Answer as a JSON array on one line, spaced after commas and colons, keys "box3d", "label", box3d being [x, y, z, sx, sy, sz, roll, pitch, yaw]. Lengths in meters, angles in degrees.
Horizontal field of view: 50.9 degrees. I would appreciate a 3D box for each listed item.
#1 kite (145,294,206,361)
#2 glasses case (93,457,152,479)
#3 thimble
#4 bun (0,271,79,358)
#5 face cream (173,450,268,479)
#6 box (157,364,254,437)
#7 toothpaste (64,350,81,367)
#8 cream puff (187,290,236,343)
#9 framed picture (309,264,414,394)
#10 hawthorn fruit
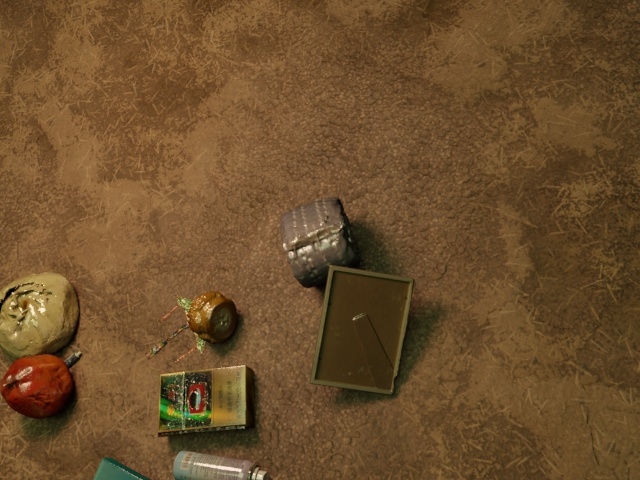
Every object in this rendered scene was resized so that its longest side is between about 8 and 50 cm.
[{"box3d": [-0.378, 0.238, 1.831, 0.244, 0.006, 0.198, -33, 65, -1], "label": "kite"}, {"box3d": [-0.427, 0.650, 1.650, 0.301, 0.070, 0.117, 20, 81, 18], "label": "glasses case"}, {"box3d": [0.000, 0.000, 1.708, 0.172, 0.236, 0.205, -22, 90, 8], "label": "thimble"}, {"box3d": [-0.813, 0.204, 1.875, 0.259, 0.152, 0.259, -4, 69, 10], "label": "bun"}, {"box3d": [-0.239, 0.563, 1.630, 0.229, 0.075, 0.075, 4, 70, 16], "label": "face cream"}, {"box3d": [-0.291, 0.409, 1.706, 0.240, 0.071, 0.159, -9, 70, 11], "label": "box"}, {"box3d": [-0.697, 0.336, 1.865, 0.083, 0.019, 0.027, -41, 82, 0], "label": "toothpaste"}, {"box3d": [-0.287, 0.198, 1.755, 0.103, 0.144, 0.126, 15, 51, 33], "label": "cream puff"}, {"box3d": [0.101, 0.217, 1.617, 0.211, 0.020, 0.289, 9, 93, -6], "label": "framed picture"}, {"box3d": [-0.743, 0.380, 1.776, 0.173, 0.179, 0.173, -6, 43, 5], "label": "hawthorn fruit"}]
